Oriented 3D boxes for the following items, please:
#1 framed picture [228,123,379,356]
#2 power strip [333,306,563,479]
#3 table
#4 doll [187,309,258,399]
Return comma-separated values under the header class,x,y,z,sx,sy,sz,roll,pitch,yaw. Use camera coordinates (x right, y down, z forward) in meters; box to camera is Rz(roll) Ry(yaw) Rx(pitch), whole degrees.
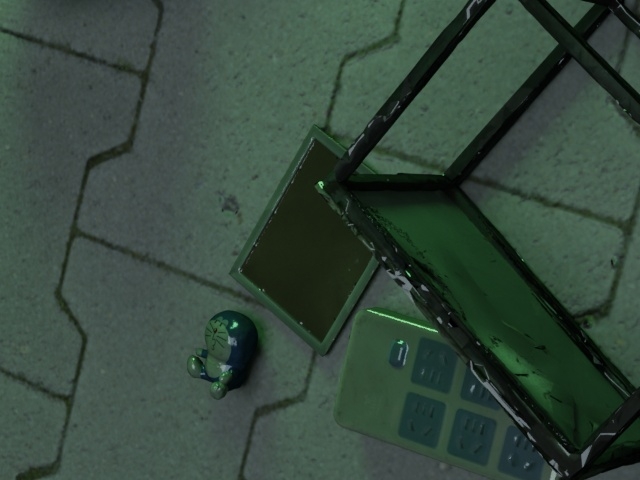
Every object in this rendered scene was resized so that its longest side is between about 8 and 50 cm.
class,x,y,z,sx,sy,sz,roll,pitch,yaw
framed picture,0.000,0.000,1.743,0.142,0.011,0.183,40,111,27
power strip,0.127,0.145,1.639,0.270,0.046,0.118,16,99,33
table,0.228,-0.025,1.468,0.272,0.222,0.335,-50,66,23
doll,-0.096,0.110,1.784,0.076,0.050,0.083,31,109,48
